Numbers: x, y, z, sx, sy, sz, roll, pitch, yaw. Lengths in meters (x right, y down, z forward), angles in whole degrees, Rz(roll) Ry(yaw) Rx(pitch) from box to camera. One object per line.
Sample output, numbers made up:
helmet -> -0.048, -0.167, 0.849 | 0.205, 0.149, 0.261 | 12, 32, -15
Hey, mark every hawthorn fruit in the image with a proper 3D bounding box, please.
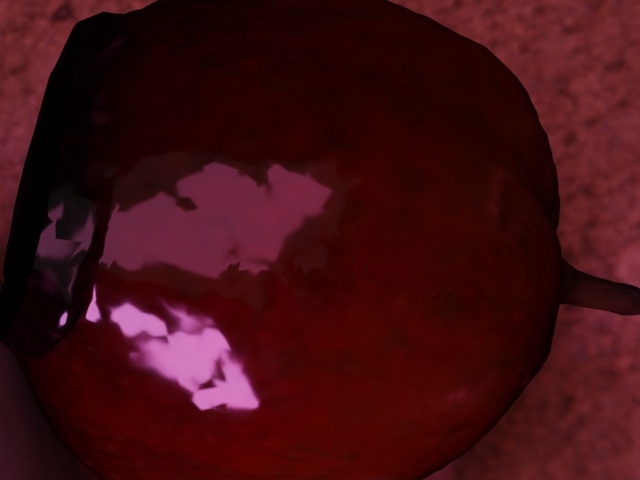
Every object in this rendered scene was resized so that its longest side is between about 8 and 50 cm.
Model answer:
hawthorn fruit -> 0.000, 0.000, 0.629 | 0.249, 0.215, 0.215 | 3, 70, 7

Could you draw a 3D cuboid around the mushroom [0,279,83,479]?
mushroom -> -0.159, 0.100, 0.652 | 0.128, 0.128, 0.350 | -13, 90, 9
